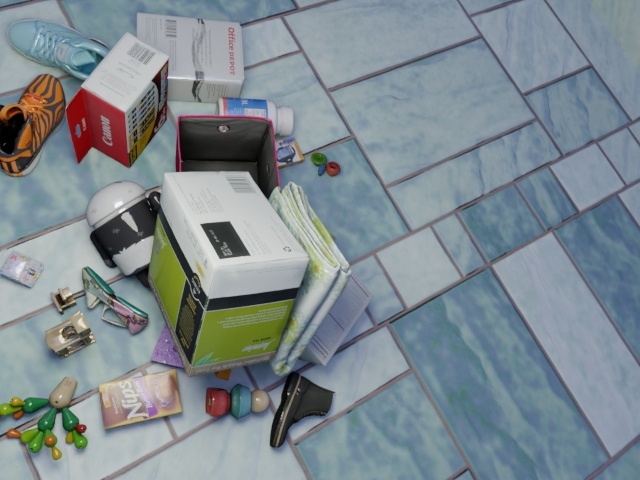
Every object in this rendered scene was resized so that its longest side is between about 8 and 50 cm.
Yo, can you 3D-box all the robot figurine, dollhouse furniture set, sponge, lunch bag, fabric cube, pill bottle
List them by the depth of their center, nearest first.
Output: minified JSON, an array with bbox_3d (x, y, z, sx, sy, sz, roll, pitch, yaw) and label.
[{"bbox_3d":[-0.630,0.183,1.429,0.101,0.182,0.161,-28,80,-23],"label":"dollhouse furniture set"},{"bbox_3d":[-0.755,0.073,1.508,0.083,0.053,0.071,28,66,-14],"label":"lunch bag"},{"bbox_3d":[-0.476,-0.020,1.538,0.209,0.173,0.278,-36,101,-18],"label":"robot figurine"},{"bbox_3d":[-0.350,0.226,1.552,0.117,0.031,0.210,10,66,15],"label":"sponge"},{"bbox_3d":[-0.262,-0.163,1.622,0.254,0.258,0.259,-1,71,-15],"label":"fabric cube"},{"bbox_3d":[-0.199,-0.362,1.788,0.221,0.124,0.124,-1,70,-17],"label":"pill bottle"}]

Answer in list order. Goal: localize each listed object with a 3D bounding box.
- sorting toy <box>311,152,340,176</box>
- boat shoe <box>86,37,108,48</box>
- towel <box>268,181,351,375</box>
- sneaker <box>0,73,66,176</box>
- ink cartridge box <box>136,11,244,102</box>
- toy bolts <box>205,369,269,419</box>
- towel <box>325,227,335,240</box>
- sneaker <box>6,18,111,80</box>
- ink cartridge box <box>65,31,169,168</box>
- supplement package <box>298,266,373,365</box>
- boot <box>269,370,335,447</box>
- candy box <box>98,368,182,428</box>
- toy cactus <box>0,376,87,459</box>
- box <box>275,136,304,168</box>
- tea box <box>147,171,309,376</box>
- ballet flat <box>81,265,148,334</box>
[{"bbox_3d":[0.011,-0.227,1.847,0.102,0.042,0.061,31,49,10],"label":"sorting toy"},{"bbox_3d":[-0.703,-0.578,1.770,0.137,0.049,0.043,13,69,-8],"label":"boat shoe"},{"bbox_3d":[-0.092,0.090,1.451,0.090,0.374,0.321,3,41,-35],"label":"towel"},{"bbox_3d":[-0.772,-0.339,1.587,0.124,0.180,0.321,12,67,-11],"label":"sneaker"},{"bbox_3d":[-0.395,-0.545,1.799,0.307,0.129,0.223,0,70,-15],"label":"ink cartridge box"},{"bbox_3d":[-0.193,0.338,1.496,0.158,0.218,0.229,5,86,-19],"label":"toy bolts"},{"bbox_3d":[0.000,0.000,1.770,0.060,0.009,0.083,44,64,4],"label":"towel"},{"bbox_3d":[-0.710,-0.537,1.677,0.365,0.150,0.135,17,97,-8],"label":"sneaker"},{"bbox_3d":[-0.530,-0.337,1.584,0.130,0.309,0.272,30,66,-3],"label":"ink cartridge box"},{"bbox_3d":[0.003,0.193,1.606,0.139,0.134,0.244,51,62,-24],"label":"supplement package"},{"bbox_3d":[-0.044,0.458,1.554,0.137,0.077,0.198,25,66,-11],"label":"boot"},{"bbox_3d":[-0.444,0.393,1.474,0.186,0.053,0.109,-9,73,-17],"label":"candy box"},{"bbox_3d":[-0.638,0.404,1.399,0.219,0.112,0.181,20,56,1],"label":"toy cactus"},{"bbox_3d":[-0.127,-0.262,1.824,0.136,0.028,0.081,-18,76,-23],"label":"box"},{"bbox_3d":[-0.227,0.066,1.347,0.220,0.324,0.329,-4,42,-33],"label":"tea box"},{"bbox_3d":[-0.545,0.161,1.529,0.221,0.077,0.079,39,84,1],"label":"ballet flat"}]
